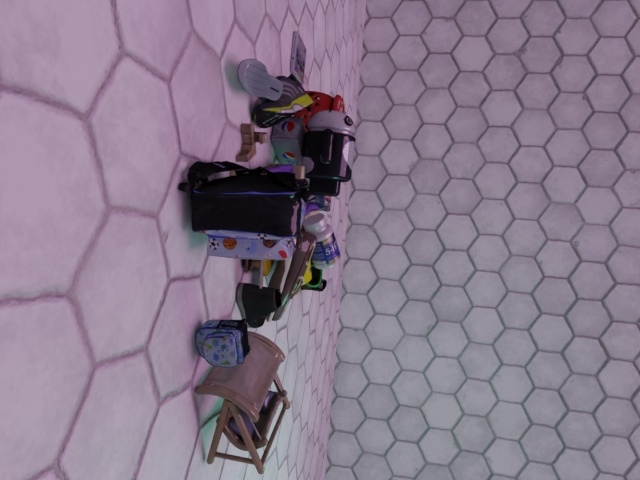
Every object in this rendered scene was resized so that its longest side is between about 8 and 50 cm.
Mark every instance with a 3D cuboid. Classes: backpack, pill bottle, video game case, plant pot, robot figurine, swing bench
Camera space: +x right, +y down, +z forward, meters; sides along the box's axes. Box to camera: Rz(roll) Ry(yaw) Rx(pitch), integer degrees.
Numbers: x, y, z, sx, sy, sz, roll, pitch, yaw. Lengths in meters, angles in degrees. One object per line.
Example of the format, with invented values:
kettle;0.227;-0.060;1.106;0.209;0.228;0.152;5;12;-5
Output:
backpack;-0.144;-0.072;1.119;0.263;0.276;0.213;-73;170;-69
pill bottle;0.000;0.000;1.796;0.112;0.111;0.187;-70;147;-55
video game case;-0.080;-0.662;1.804;0.157;0.019;0.143;14;81;-80
backpack;-0.231;0.237;1.144;0.084;0.114;0.105;-60;150;-65
plant pot;0.001;-0.478;1.911;0.191;0.174;0.191;7;90;-78
robot figurine;0.029;-0.286;1.627;0.209;0.173;0.278;12;-83;57
swing bench;-0.192;0.414;1.301;0.253;0.165;0.255;-62;155;-63

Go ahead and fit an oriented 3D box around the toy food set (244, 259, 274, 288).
toy food set;-0.180;0.035;1.445;0.218;0.071;0.128;-72;167;-66

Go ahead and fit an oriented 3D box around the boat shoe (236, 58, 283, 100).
boat shoe;-0.173;-0.412;1.274;0.083;0.075;0.226;-68;165;5

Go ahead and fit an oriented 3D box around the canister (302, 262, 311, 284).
canister;-0.090;0.071;1.813;0.073;0.126;0.170;-38;146;-29

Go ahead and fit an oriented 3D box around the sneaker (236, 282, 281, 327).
sneaker;-0.167;0.205;1.460;0.222;0.118;0.083;79;19;-57

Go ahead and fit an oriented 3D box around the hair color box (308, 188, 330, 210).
hair color box;-0.005;-0.306;2.138;0.174;0.105;0.348;2;93;-80

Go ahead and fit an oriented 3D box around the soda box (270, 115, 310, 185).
soda box;-0.092;-0.304;1.705;0.286;0.091;0.098;73;23;-63

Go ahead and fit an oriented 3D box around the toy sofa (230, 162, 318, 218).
toy sofa;-0.116;-0.137;1.424;0.362;0.177;0.150;-43;137;-73

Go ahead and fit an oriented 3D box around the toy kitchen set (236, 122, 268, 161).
toy kitchen set;-0.182;-0.258;1.304;0.075;0.068;0.083;-67;159;-59

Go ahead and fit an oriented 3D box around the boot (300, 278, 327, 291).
boot;-0.038;0.186;2.180;0.219;0.106;0.082;-5;99;-80

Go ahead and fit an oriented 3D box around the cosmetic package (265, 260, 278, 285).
cosmetic package;-0.136;0.081;1.673;0.117;0.085;0.231;-74;163;-44

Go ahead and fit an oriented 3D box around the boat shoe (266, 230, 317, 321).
boat shoe;-0.097;0.118;1.536;0.117;0.096;0.325;-125;-132;-58

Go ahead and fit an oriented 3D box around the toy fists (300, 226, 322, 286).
toy fists;-0.059;0.044;1.942;0.142;0.096;0.279;-129;-148;-61

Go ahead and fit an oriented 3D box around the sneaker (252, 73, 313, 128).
sneaker;-0.128;-0.422;1.477;0.121;0.111;0.300;61;28;-12
